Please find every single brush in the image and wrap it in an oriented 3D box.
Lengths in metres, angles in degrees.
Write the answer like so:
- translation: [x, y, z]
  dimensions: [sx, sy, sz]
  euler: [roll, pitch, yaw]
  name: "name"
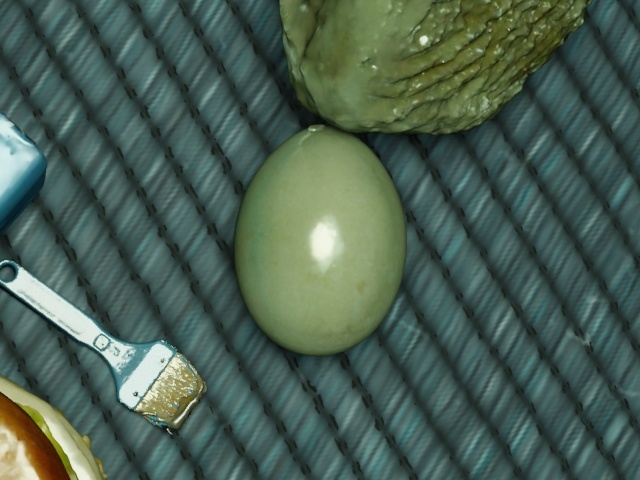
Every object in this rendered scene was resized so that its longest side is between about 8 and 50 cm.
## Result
- translation: [-0.150, 0.065, 1.176]
  dimensions: [0.164, 0.014, 0.051]
  euler: [35, 76, -1]
  name: "brush"

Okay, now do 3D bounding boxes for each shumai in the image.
- translation: [0.049, -0.196, 1.186]
  dimensions: [0.222, 0.225, 0.260]
  euler: [30, 85, 37]
  name: "shumai"

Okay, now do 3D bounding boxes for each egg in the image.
- translation: [0.000, 0.000, 1.160]
  dimensions: [0.114, 0.114, 0.152]
  euler: [3, 85, -9]
  name: "egg"

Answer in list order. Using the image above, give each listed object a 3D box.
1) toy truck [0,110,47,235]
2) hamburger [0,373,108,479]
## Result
- translation: [-0.353, -0.116, 1.095]
  dimensions: [0.385, 0.162, 0.161]
  euler: [40, 77, 0]
  name: "toy truck"
- translation: [-0.251, 0.195, 1.029]
  dimensions: [0.291, 0.225, 0.291]
  euler: [0, 79, -2]
  name: "hamburger"
